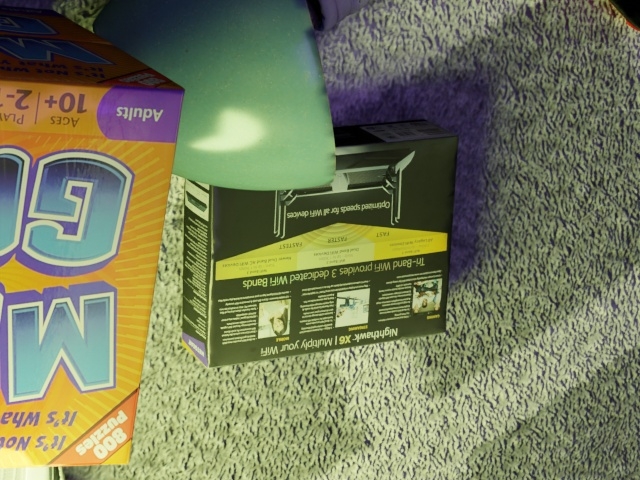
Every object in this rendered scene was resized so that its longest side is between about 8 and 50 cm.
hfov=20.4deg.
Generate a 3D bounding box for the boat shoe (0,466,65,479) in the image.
[{"bbox_3d":[-0.302,0.311,1.942,0.119,0.121,0.335,-15,125,-31],"label":"boat shoe"}]

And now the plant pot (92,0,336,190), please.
[{"bbox_3d":[-0.117,-0.175,1.772,0.195,0.290,0.290,-14,115,-7],"label":"plant pot"}]

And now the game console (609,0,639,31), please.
[{"bbox_3d":[0.414,-0.391,1.952,0.342,0.060,0.386,-24,137,31],"label":"game console"}]

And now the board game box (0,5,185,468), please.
[{"bbox_3d":[-0.376,-0.021,1.627,0.356,0.356,0.356,1,107,-29],"label":"board game box"}]

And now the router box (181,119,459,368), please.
[{"bbox_3d":[0.000,0.000,1.997,0.309,0.081,0.243,-6,110,-26],"label":"router box"}]

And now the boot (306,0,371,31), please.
[{"bbox_3d":[-0.009,-0.343,1.856,0.123,0.095,0.258,-42,123,-21],"label":"boot"}]
